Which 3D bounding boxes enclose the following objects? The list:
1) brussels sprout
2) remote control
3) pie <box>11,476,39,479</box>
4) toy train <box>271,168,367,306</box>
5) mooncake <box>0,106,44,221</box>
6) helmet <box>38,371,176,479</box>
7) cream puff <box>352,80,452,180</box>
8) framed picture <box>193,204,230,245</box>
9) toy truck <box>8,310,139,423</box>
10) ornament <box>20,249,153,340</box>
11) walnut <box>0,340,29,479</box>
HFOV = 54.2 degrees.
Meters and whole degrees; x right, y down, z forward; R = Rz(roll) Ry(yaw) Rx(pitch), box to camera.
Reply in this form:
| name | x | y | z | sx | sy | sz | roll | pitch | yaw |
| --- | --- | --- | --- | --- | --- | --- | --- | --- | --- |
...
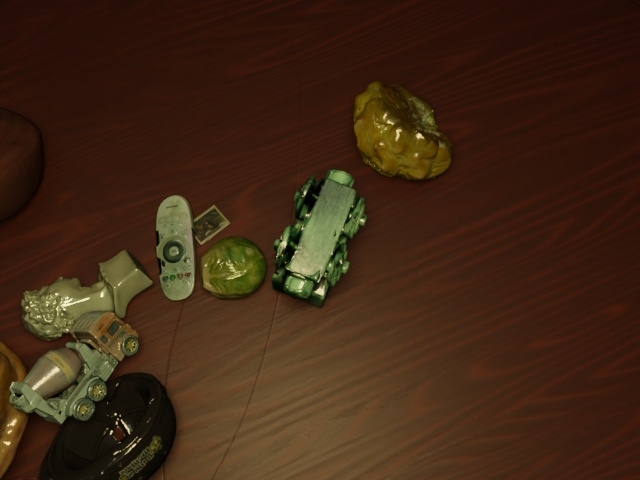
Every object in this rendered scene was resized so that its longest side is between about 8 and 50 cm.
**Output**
| name | x | y | z | sx | sy | sz | roll | pitch | yaw |
| --- | --- | --- | --- | --- | --- | --- | --- | --- | --- |
| brussels sprout | -0.200 | 0.060 | 1.421 | 0.155 | 0.117 | 0.155 | 4 | 70 | -11 |
| remote control | -0.339 | 0.016 | 1.471 | 0.098 | 0.045 | 0.256 | -7 | 73 | 9 |
| pie | -0.592 | 0.538 | 1.239 | 0.155 | 0.036 | 0.154 | -4 | 100 | -21 |
| toy train | 0.000 | 0.000 | 1.384 | 0.167 | 0.238 | 0.299 | 21 | 72 | 5 |
| mooncake | -0.797 | -0.187 | 1.416 | 0.326 | 0.174 | 0.334 | -27 | 61 | -35 |
| helmet | -0.399 | 0.409 | 1.245 | 0.231 | 0.160 | 0.279 | 15 | 56 | 46 |
| cream puff | 0.185 | -0.249 | 1.532 | 0.282 | 0.185 | 0.281 | 25 | 36 | -20 |
| framed picture | -0.272 | -0.037 | 1.513 | 0.089 | 0.006 | 0.066 | -38 | 75 | -15 |
| toy truck | -0.492 | 0.250 | 1.256 | 0.108 | 0.140 | 0.256 | -4 | 42 | 37 |
| ornament | -0.513 | 0.129 | 1.383 | 0.285 | 0.120 | 0.130 | -19 | 51 | -8 |
| walnut | -0.719 | 0.340 | 1.205 | 0.306 | 0.306 | 0.343 | 17 | 63 | 5 |
